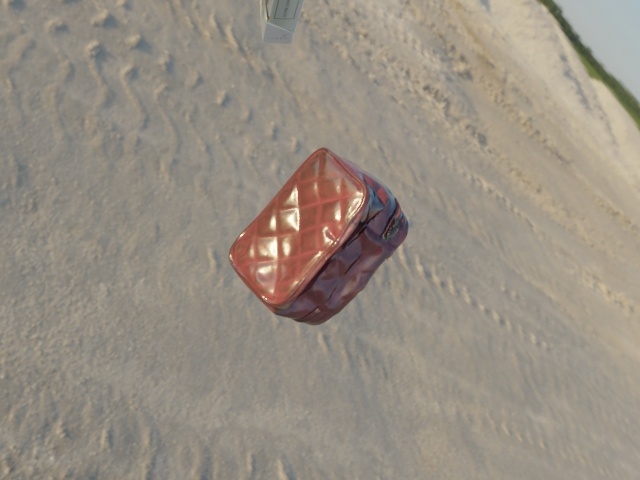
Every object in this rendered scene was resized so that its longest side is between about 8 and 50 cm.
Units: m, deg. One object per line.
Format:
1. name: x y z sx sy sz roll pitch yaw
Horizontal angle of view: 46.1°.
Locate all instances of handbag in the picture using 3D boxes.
1. handbag: 0.000 0.000 1.009 0.146 0.225 0.135 46 9 38

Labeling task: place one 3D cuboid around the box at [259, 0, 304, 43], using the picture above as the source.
1. box: -0.035 -0.278 0.767 0.040 0.154 0.084 -3 73 -14
